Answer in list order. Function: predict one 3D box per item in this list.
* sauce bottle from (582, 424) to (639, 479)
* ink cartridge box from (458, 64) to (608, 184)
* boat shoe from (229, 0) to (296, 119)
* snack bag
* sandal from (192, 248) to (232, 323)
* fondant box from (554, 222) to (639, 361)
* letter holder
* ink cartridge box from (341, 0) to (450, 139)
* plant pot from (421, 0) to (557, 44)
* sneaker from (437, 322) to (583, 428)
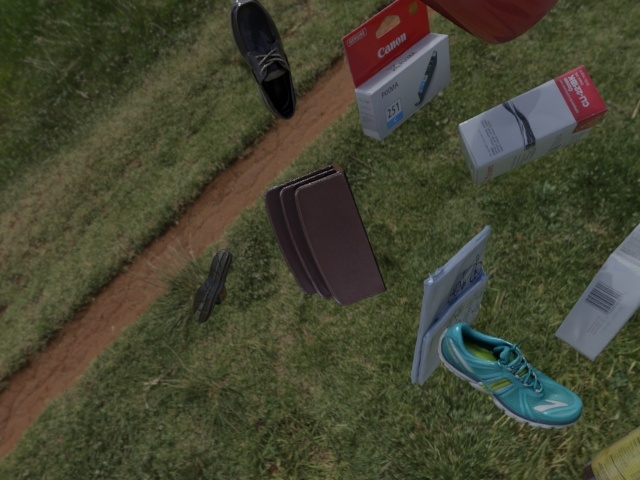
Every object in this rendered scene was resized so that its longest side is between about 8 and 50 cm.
[{"bbox_3d":[0.660,0.397,0.837,0.111,0.345,0.111,18,36,-13],"label":"sauce bottle"},{"bbox_3d":[0.464,-0.248,1.010,0.272,0.197,0.114,-25,78,15],"label":"ink cartridge box"},{"bbox_3d":[-0.139,-0.502,1.250,0.132,0.356,0.130,-32,47,-6],"label":"boat shoe"},{"bbox_3d":[0.339,0.158,1.109,0.037,0.343,0.323,26,43,35],"label":"snack bag"},{"bbox_3d":[-0.279,0.127,1.186,0.090,0.060,0.220,30,99,47],"label":"sandal"},{"bbox_3d":[0.683,0.091,0.990,0.330,0.239,0.096,-23,48,-38],"label":"fondant box"},{"bbox_3d":[0.000,0.000,1.056,0.214,0.302,0.152,-21,17,2],"label":"letter holder"},{"bbox_3d":[0.203,-0.441,1.100,0.296,0.261,0.066,-42,47,-18],"label":"ink cartridge box"},{"bbox_3d":[0.238,-0.487,0.696,0.243,0.275,0.275,11,59,-21],"label":"plant pot"},{"bbox_3d":[0.353,0.250,0.828,0.275,0.110,0.107,27,50,18],"label":"sneaker"}]
